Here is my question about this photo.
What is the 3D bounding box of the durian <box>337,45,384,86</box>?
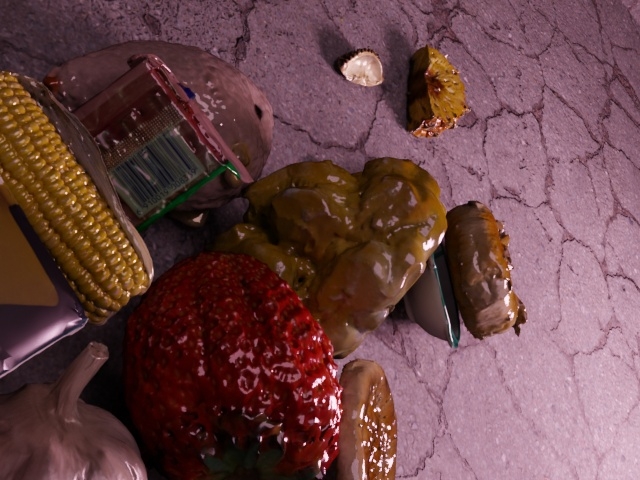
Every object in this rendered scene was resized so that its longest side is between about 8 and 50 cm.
[{"bbox_3d":[0.083,-0.336,1.669,0.130,0.052,0.066,3,71,-46],"label":"durian"}]

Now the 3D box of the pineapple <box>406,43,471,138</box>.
[{"bbox_3d":[0.249,-0.290,1.799,0.135,0.079,0.233,34,50,-33],"label":"pineapple"}]

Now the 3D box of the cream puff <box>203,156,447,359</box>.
[{"bbox_3d":[0.001,-0.001,1.225,0.257,0.324,0.291,36,22,-9],"label":"cream puff"}]

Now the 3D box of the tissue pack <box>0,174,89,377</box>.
[{"bbox_3d":[-0.450,-0.011,0.801,0.264,0.253,0.417,-35,99,-49],"label":"tissue pack"}]

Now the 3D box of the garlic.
[{"bbox_3d":[-0.272,0.200,0.885,0.218,0.218,0.212,4,110,-45],"label":"garlic"}]

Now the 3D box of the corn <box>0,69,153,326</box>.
[{"bbox_3d":[-0.298,-0.049,0.930,0.305,0.123,0.122,58,41,-6],"label":"corn"}]

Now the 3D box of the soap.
[{"bbox_3d":[-0.250,-0.077,1.029,0.218,0.273,0.098,54,4,-10],"label":"soap"}]

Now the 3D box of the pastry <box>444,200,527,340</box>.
[{"bbox_3d":[0.299,0.051,1.589,0.236,0.120,0.257,-63,139,-74],"label":"pastry"}]

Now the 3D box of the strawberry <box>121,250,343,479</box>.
[{"bbox_3d":[-0.098,0.148,1.031,0.250,0.238,0.289,67,17,-60],"label":"strawberry"}]

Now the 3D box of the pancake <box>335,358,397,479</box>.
[{"bbox_3d":[0.064,0.333,1.177,0.356,0.065,0.357,3,90,-79],"label":"pancake"}]

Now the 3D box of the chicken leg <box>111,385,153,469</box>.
[{"bbox_3d":[-0.222,0.217,1.075,0.093,0.053,0.205,51,44,-28],"label":"chicken leg"}]

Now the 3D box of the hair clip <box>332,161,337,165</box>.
[{"bbox_3d":[0.036,-0.020,1.471,0.140,0.054,0.220,40,42,-25],"label":"hair clip"}]

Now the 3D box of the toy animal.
[{"bbox_3d":[-0.202,-0.153,1.177,0.358,0.188,0.227,6,67,-37],"label":"toy animal"}]

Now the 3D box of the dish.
[{"bbox_3d":[0.181,0.078,1.505,0.246,0.078,0.224,61,22,-51],"label":"dish"}]
